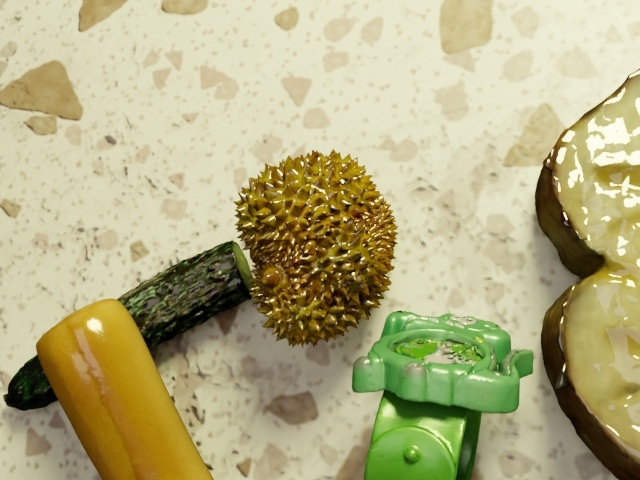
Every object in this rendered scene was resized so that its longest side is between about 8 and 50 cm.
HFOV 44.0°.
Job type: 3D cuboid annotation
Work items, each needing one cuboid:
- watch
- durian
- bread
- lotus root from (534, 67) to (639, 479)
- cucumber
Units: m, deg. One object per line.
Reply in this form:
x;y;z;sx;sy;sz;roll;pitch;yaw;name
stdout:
0.098;0.150;0.640;0.131;0.165;0.152;6;102;17;watch
0.000;0.000;0.681;0.137;0.168;0.158;9;117;33;durian
-0.167;0.170;0.701;0.092;0.074;0.239;-29;88;8;bread
0.348;0.019;0.604;0.375;0.111;0.390;9;76;17;lotus root
-0.197;0.092;0.771;0.293;0.067;0.067;-29;70;9;cucumber
